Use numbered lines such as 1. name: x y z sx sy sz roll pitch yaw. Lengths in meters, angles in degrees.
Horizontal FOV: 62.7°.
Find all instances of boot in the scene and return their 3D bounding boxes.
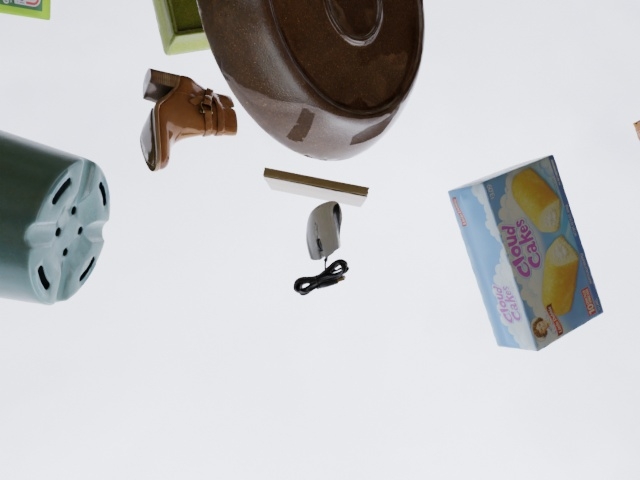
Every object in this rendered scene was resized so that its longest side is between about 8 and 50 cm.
1. boot: -0.208 -0.188 0.858 0.152 0.073 0.197 11 -118 -33

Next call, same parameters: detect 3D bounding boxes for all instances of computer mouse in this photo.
1. computer mouse: 0.000 0.000 0.950 0.105 0.042 0.193 -23 -131 28

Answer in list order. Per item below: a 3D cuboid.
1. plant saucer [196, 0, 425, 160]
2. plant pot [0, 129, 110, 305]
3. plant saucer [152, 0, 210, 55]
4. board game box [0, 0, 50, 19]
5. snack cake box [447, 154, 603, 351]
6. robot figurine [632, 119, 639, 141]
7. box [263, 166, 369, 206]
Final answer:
1. plant saucer: 0.018 -0.239 0.530 0.050 0.311 0.311 3 -133 47
2. plant pot: -0.569 -0.050 0.886 0.333 0.341 0.342 13 -123 1
3. plant saucer: -0.219 -0.456 0.975 0.188 0.189 0.045 -12 -162 -8
4. board game box: -0.210 -0.240 0.319 0.092 0.182 0.043 21 -158 24
5. snack cake box: 0.319 0.018 0.820 0.152 0.089 0.265 -22 -85 -24
6. robot figurine: 0.720 -0.126 0.988 0.084 0.211 0.291 -24 -95 -5
7. box: -0.008 -0.104 1.054 0.201 0.164 0.021 11 -93 0
